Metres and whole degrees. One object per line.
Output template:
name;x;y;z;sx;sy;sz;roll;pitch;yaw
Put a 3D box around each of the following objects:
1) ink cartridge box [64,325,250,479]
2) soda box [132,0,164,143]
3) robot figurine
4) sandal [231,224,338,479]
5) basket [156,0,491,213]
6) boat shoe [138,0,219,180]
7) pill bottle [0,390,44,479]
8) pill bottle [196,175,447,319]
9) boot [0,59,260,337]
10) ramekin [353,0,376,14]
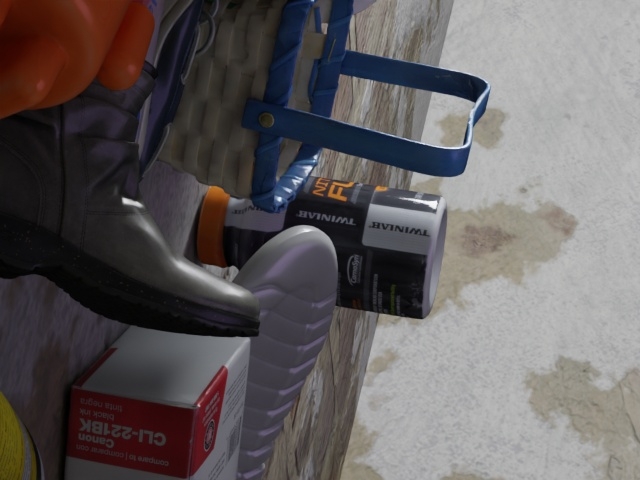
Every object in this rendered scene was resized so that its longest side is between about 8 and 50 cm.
ink cartridge box;-0.147;0.231;1.473;0.197;0.114;0.272;-53;150;-73
soda box;-0.161;-0.130;1.130;0.092;0.083;0.263;33;67;-80
robot figurine;-0.163;-0.161;0.949;0.128;0.158;0.219;115;-6;-51
sandal;-0.111;0.164;1.659;0.169;0.102;0.416;2;114;-54
basket;-0.006;-0.127;1.424;0.255;0.289;0.201;-63;168;-71
boat shoe;-0.130;-0.155;1.256;0.079;0.095;0.254;23;78;-79
pill bottle;-0.223;0.102;0.873;0.208;0.119;0.119;81;21;-64
pill bottle;0.000;0.000;1.724;0.130;0.246;0.130;9;90;-82
boot;-0.125;-0.039;1.042;0.083;0.247;0.161;-8;-116;59
ramekin;0.048;-0.373;1.697;0.277;0.135;0.277;-47;168;-14
